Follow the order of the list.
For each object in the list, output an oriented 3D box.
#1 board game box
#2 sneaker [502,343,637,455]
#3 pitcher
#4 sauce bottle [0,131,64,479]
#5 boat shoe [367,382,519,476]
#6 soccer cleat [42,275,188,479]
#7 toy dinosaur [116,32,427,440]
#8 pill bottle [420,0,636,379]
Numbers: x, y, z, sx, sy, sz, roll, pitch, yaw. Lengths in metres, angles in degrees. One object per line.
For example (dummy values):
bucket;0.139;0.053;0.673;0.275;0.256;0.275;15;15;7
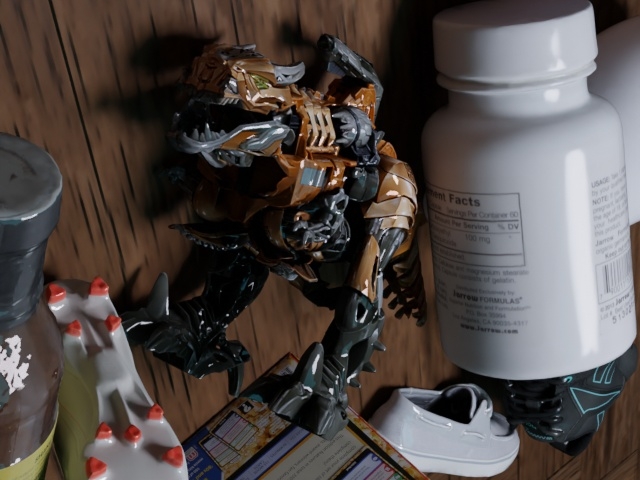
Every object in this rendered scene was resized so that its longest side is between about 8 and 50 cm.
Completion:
board game box;-0.009;0.187;1.286;0.147;0.193;0.045;-39;147;-15
sneaker;0.191;0.107;1.504;0.267;0.101;0.106;34;76;-63
pitcher;0.183;-0.066;1.340;0.178;0.125;0.207;16;123;-46
sauce bottle;-0.194;0.093;1.019;0.111;0.111;0.344;-20;143;-39
boat shoe;0.106;0.144;1.517;0.184;0.066;0.063;11;116;-44
soccer cleat;-0.123;0.109;1.069;0.068;0.196;0.076;-4;142;-25
toy dinosaur;0.000;0.000;1.158;0.322;0.164;0.218;32;81;-37
pill bottle;0.133;-0.037;1.228;0.131;0.131;0.229;-20;112;-38
